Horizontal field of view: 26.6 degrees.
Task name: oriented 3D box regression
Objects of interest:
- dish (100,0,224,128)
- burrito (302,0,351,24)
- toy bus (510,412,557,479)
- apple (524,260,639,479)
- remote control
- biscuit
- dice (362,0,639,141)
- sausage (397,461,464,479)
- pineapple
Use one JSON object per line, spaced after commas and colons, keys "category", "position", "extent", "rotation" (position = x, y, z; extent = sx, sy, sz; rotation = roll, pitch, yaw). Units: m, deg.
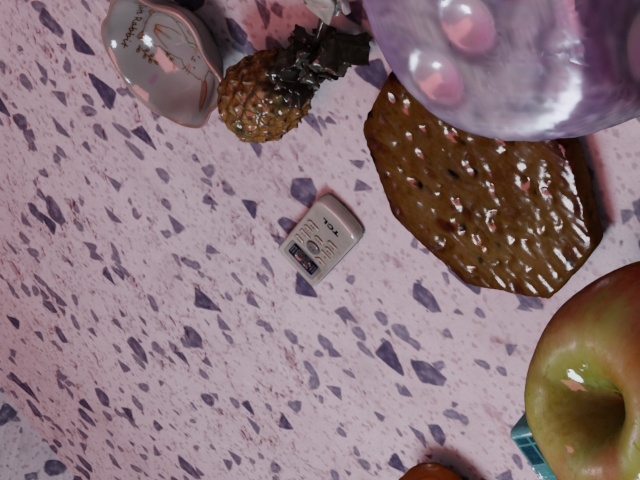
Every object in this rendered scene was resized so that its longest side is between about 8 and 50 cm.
{"category": "dish", "position": [-0.208, -0.275, 1.945], "extent": [0.229, 0.081, 0.229], "rotation": [28, 143, 24]}
{"category": "burrito", "position": [-0.037, -0.352, 1.652], "extent": [0.203, 0.064, 0.064], "rotation": [55, 149, 13]}
{"category": "toy bus", "position": [0.377, 0.247, 1.745], "extent": [0.147, 0.128, 0.256], "rotation": [54, 149, -5]}
{"category": "apple", "position": [0.402, 0.170, 1.483], "extent": [0.319, 0.277, 0.319], "rotation": [14, 107, 54]}
{"category": "remote control", "position": [0.000, 0.000, 2.026], "extent": [0.087, 0.029, 0.190], "rotation": [47, 147, 2]}
{"category": "biscuit", "position": [0.199, -0.078, 1.693], "extent": [0.359, 0.046, 0.359], "rotation": [31, 144, 26]}
{"category": "dice", "position": [0.212, -0.269, 1.272], "extent": [0.270, 0.270, 0.271], "rotation": [11, 132, 45]}
{"category": "sausage", "position": [0.210, 0.482, 2.158], "extent": [0.141, 0.153, 0.268], "rotation": [-32, 98, 24]}
{"category": "pineapple", "position": [-0.033, -0.216, 1.771], "extent": [0.128, 0.128, 0.248], "rotation": [54, 141, -7]}
